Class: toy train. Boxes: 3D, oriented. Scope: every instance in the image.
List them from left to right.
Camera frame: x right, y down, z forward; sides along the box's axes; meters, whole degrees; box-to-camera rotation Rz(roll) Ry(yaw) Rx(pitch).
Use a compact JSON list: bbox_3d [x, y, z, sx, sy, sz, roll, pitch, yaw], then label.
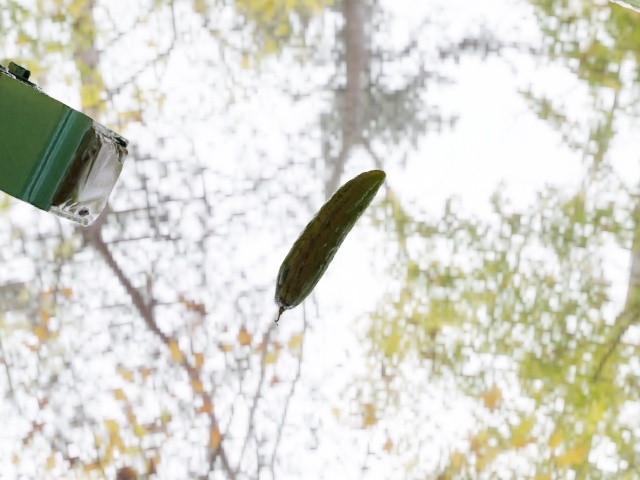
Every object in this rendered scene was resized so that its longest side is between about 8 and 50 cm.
[{"bbox_3d":[-0.240,-0.081,1.252,0.154,0.198,0.107,27,-91,10],"label":"toy train"}]

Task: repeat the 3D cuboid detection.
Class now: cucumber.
[{"bbox_3d":[0.000,0.000,1.362,0.039,0.039,0.168,29,-104,27],"label":"cucumber"}]

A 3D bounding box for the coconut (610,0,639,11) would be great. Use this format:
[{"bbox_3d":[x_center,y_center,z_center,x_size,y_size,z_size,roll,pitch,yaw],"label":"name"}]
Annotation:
[{"bbox_3d":[0.172,-0.199,0.469,0.328,0.281,0.328,27,-147,-20],"label":"coconut"}]
